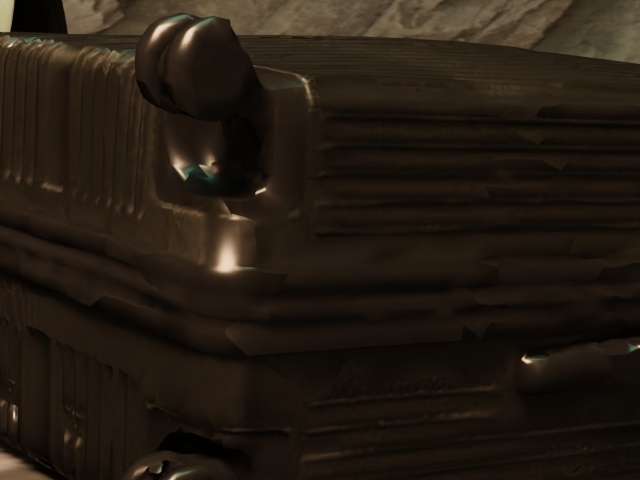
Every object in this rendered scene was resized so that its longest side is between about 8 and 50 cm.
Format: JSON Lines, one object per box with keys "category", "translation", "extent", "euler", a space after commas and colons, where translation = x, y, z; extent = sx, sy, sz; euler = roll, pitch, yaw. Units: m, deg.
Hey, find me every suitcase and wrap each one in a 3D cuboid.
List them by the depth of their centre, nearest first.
{"category": "suitcase", "translation": [0.036, -0.002, 0.649], "extent": [0.335, 0.152, 0.230], "euler": [-1, 10, -35]}

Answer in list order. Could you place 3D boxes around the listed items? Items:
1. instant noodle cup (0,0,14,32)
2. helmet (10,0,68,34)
{"category": "instant noodle cup", "translation": [-0.312, -0.093, 0.844], "extent": [0.308, 0.293, 0.294], "euler": [8, 6, -19]}
{"category": "helmet", "translation": [-0.246, -0.110, 1.175], "extent": [0.193, 0.189, 0.216], "euler": [-2, 7, 39]}
